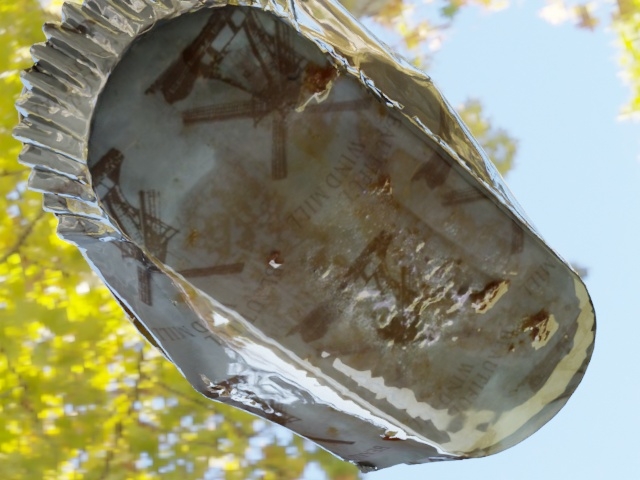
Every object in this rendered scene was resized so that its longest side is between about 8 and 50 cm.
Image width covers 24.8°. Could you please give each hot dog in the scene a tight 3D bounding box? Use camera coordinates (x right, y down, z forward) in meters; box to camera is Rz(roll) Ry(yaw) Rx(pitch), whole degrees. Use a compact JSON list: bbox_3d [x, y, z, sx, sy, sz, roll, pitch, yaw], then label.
[{"bbox_3d":[0.000,0.000,0.551,0.144,0.075,0.268,-46,-54,0],"label":"hot dog"}]
